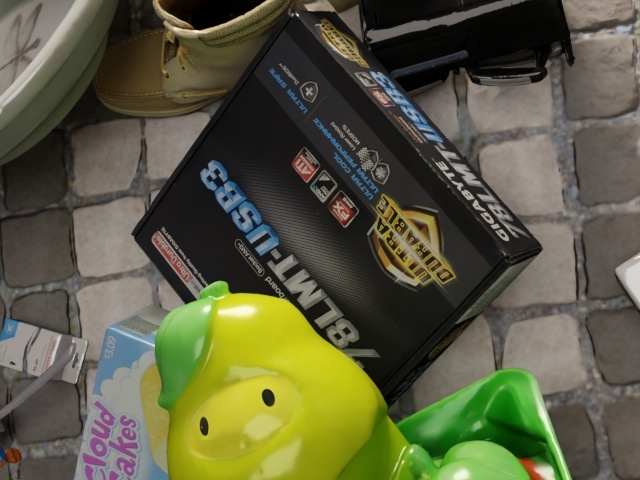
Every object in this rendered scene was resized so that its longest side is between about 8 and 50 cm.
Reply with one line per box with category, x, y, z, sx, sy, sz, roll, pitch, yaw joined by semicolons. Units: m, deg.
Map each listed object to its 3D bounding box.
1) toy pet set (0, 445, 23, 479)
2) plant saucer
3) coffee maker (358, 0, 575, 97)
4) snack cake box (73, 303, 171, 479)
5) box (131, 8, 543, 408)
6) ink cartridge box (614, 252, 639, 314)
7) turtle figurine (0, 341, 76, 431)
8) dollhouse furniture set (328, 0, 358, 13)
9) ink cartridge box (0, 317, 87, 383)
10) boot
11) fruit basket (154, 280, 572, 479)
toy pet set;-0.300;0.268;1.138;0.065;0.114;0.122;-22;76;2
plant saucer;-0.319;-0.181;1.166;0.400;0.100;0.400;-24;43;25
coffee maker;0.125;-0.218;1.070;0.178;0.120;0.171;-13;123;13
snack cake box;-0.136;0.210;1.073;0.152;0.089;0.264;20;107;16
box;0.000;0.000;1.060;0.295;0.073;0.293;51;121;17
ink cartridge box;0.424;0.129;0.987;0.176;0.069;0.371;-35;72;7
turtle figurine;-0.419;0.189;1.133;0.275;0.198;0.266;13;93;29
dollhouse furniture set;-0.033;-0.335;1.131;0.242;0.161;0.212;-23;76;11
ink cartridge box;-0.283;0.112;1.200;0.083;0.028;0.048;14;86;16
boot;-0.125;-0.190;1.111;0.262;0.203;0.095;-5;81;15
fruit basket;0.007;0.217;0.882;0.392;0.283;0.392;-2;120;-3
